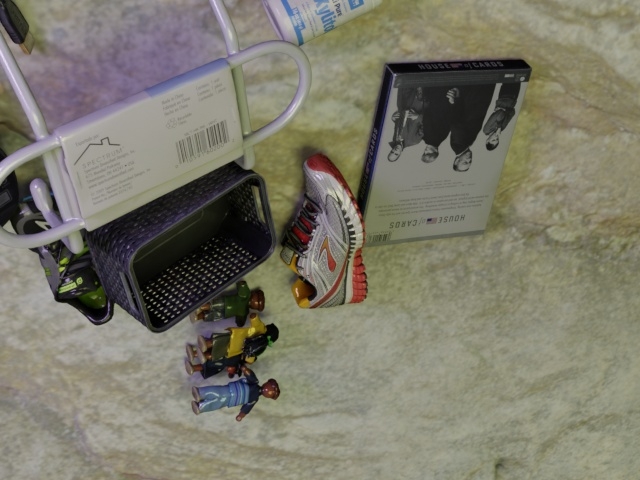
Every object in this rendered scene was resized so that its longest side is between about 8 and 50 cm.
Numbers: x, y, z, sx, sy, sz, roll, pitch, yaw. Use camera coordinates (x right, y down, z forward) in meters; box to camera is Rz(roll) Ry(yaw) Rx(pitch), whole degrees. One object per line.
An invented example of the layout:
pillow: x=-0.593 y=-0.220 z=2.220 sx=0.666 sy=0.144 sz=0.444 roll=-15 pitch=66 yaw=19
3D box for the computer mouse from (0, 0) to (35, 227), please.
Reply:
computer mouse: x=-0.341 y=-0.129 z=1.108 sx=0.184 sy=0.060 sz=0.262 roll=-43 pitch=140 yaw=-19

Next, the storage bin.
storage bin: x=-0.145 y=-0.003 z=1.243 sx=0.180 sy=0.084 sz=0.122 roll=-35 pitch=137 yaw=-26

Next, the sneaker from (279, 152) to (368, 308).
sneaker: x=0.000 y=0.000 z=1.354 sx=0.093 sy=0.088 sz=0.225 roll=-16 pitch=131 yaw=-12

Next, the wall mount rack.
wall mount rack: x=-0.188 y=-0.155 z=1.091 sx=0.350 sy=0.130 sz=0.304 roll=-28 pitch=138 yaw=-21

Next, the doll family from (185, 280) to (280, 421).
doll family: x=-0.101 y=0.140 z=1.433 sx=0.111 sy=0.076 sz=0.193 roll=-9 pitch=135 yaw=-25

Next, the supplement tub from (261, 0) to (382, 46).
supplement tub: x=0.000 y=-0.243 z=1.167 sx=0.107 sy=0.071 sz=0.071 roll=-27 pitch=133 yaw=-3

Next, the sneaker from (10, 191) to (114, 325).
sneaker: x=-0.267 y=0.020 z=1.246 sx=0.067 sy=0.078 sz=0.188 roll=-26 pitch=132 yaw=1

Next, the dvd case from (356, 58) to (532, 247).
dvd case: x=0.139 y=-0.100 z=1.379 sx=0.179 sy=0.029 sz=0.238 roll=-5 pitch=129 yaw=-22
